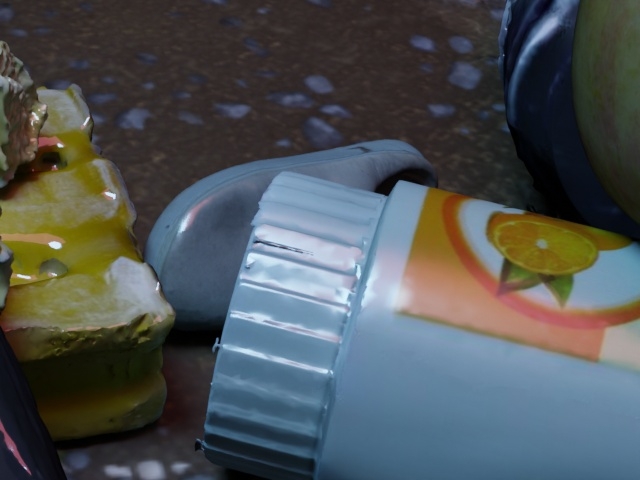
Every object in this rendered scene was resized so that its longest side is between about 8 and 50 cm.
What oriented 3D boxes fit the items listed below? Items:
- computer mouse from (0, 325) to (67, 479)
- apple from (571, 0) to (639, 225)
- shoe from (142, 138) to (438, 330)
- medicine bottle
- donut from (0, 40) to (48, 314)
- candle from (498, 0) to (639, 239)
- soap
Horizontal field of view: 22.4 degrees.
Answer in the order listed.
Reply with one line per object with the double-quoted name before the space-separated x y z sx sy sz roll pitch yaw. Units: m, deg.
"computer mouse" -0.165 0.113 0.636 0.138 0.086 0.269 -26 78 -8
"apple" 0.240 -0.092 0.685 0.257 0.234 0.257 18 11 -4
"shoe" 0.000 0.000 0.849 0.195 0.079 0.078 -21 35 -39
"medicine bottle" 0.114 0.072 0.729 0.318 0.158 0.158 14 40 4
"donut" -0.183 -0.035 0.727 0.108 0.065 0.166 5 40 -5
"candle" 0.215 -0.156 0.984 0.221 0.221 0.342 8 36 -3
"soap" -0.244 0.023 0.765 0.315 0.091 0.199 -10 43 -21
